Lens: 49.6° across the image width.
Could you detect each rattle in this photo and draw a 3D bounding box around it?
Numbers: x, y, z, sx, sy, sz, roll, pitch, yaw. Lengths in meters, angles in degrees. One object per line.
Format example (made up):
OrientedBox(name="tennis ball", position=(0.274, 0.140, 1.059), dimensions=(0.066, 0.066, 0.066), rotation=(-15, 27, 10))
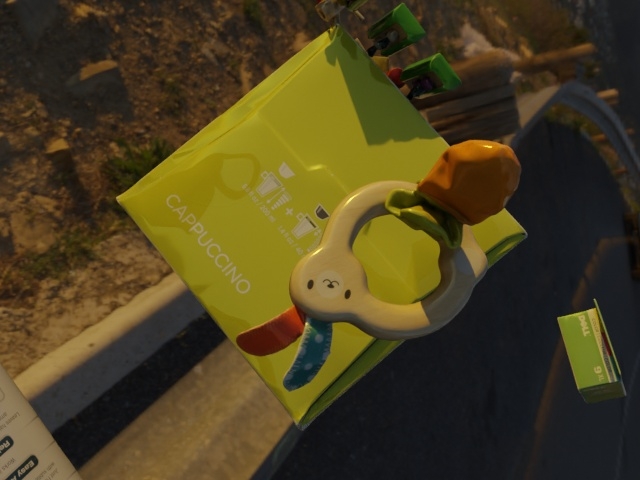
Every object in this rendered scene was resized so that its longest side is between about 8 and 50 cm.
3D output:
OrientedBox(name="rattle", position=(0.039, 0.026, 0.488), dimensions=(0.200, 0.143, 0.130), rotation=(-26, 99, -16))

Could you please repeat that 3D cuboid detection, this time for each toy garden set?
OrientedBox(name="toy garden set", position=(0.043, -0.261, 0.838), dimensions=(0.244, 0.049, 0.204), rotation=(50, -4, -12))

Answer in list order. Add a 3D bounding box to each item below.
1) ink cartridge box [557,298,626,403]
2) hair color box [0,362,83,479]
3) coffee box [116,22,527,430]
OrientedBox(name="ink cartridge box", position=(0.394, 0.167, 1.007), dimensions=(0.209, 0.062, 0.109), rotation=(38, 39, -59))
OrientedBox(name="hair color box", position=(-0.397, 0.226, 0.727), dimensions=(0.347, 0.105, 0.174), rotation=(61, 34, -12))
OrientedBox(name="coffee box", position=(0.000, 0.000, 0.922), dimensions=(0.337, 0.338, 0.334), rotation=(50, -6, 8))
